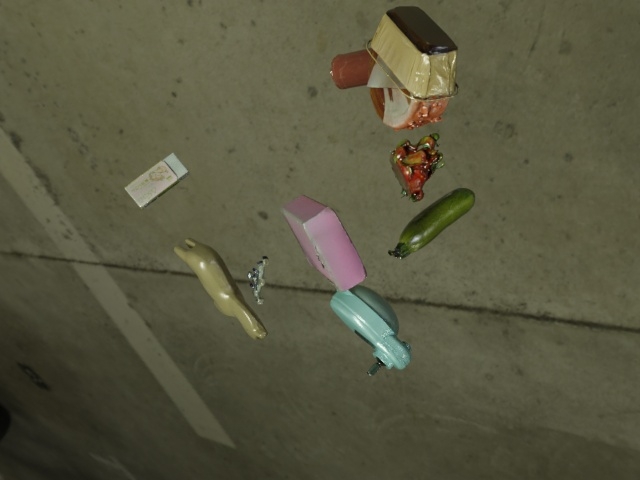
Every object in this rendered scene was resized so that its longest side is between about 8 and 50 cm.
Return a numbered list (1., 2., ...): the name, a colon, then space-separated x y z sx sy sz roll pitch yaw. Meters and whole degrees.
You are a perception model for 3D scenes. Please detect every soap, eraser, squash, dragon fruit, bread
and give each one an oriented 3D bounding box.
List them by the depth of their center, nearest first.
1. eraser: -0.227 -0.083 0.811 0.038 0.083 0.019 49 170 5
2. bread: 0.171 -0.330 1.154 0.211 0.143 0.224 103 147 -48
3. soap: 0.002 -0.001 1.327 0.181 0.081 0.259 62 173 -15
4. dragon fruit: 0.222 -0.171 1.359 0.175 0.142 0.138 -38 84 26
5. squash: 0.303 -0.047 1.592 0.087 0.331 0.087 40 153 25

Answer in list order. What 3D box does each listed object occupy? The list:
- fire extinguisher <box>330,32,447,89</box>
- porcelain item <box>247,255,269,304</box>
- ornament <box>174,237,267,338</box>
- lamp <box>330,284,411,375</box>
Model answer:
1. fire extinguisher: 0.198 -0.523 1.660 0.337 0.147 0.106 1 151 38
2. porcelain item: -0.177 0.102 1.591 0.075 0.021 0.136 20 106 46
3. ornament: -0.210 0.112 1.266 0.245 0.061 0.230 19 141 58
4. lamp: 0.138 0.231 1.587 0.284 0.147 0.209 62 178 13
